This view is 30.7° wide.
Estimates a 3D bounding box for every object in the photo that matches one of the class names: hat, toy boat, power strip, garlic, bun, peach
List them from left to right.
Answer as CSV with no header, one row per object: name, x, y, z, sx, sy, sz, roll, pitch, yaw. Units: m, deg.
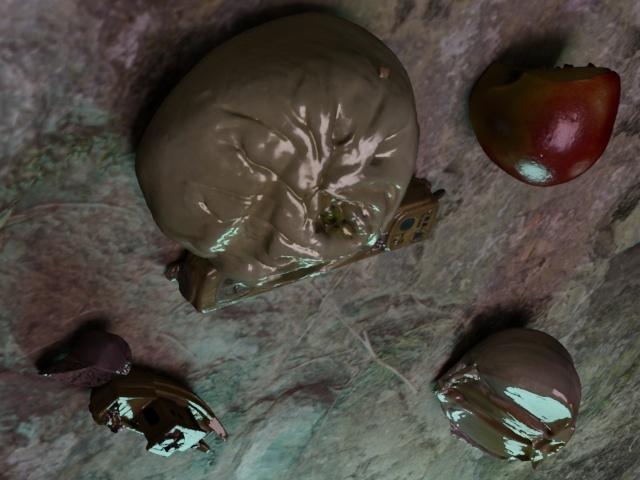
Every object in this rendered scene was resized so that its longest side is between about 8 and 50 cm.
hat,-0.206,0.101,1.021,0.087,0.042,0.058,-12,157,27
toy boat,-0.153,0.173,1.135,0.064,0.072,0.206,-40,149,8
bun,-0.021,-0.057,0.892,0.229,0.145,0.229,-28,152,-16
power strip,0.000,0.000,1.085,0.305,0.044,0.064,-18,144,-30
garlic,0.258,0.187,1.535,0.143,0.178,0.229,-57,180,-29
peach,0.208,-0.109,1.099,0.151,0.151,0.119,-6,93,-42
